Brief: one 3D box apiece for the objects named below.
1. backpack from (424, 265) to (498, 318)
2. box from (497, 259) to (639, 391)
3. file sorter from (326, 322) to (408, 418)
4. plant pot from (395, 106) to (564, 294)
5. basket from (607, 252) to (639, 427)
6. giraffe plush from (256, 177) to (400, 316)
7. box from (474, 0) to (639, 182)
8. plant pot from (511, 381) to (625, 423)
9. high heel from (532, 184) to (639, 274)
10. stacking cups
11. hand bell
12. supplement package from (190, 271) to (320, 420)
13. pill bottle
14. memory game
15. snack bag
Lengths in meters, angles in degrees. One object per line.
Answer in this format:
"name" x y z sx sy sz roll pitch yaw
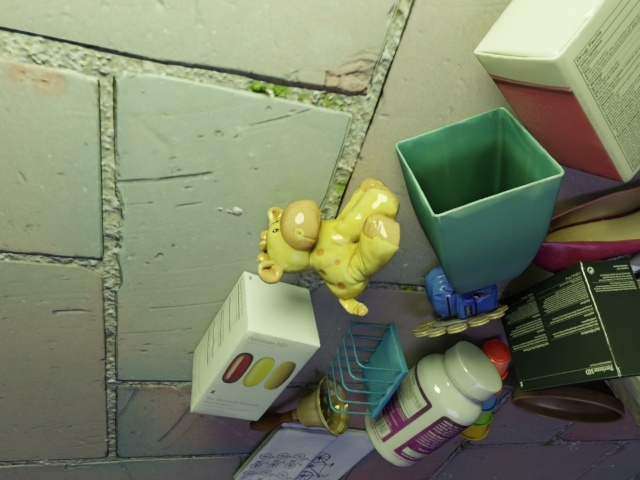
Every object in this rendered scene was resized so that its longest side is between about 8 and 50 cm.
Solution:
"backpack" 0.257 0.088 0.842 0.120 0.101 0.098 -15 125 6
"box" 0.450 0.165 0.829 0.103 0.184 0.261 0 158 -11
"file sorter" 0.088 0.267 0.950 0.104 0.118 0.170 10 128 -15
"plant pot" 0.232 -0.035 0.690 0.165 0.165 0.234 -19 135 4
"basket" 0.731 0.210 0.897 0.328 0.331 0.266 -30 132 14
"giraffe plush" 0.000 0.000 0.672 0.170 0.181 0.210 16 109 -10
"box" 0.326 -0.204 0.558 0.232 0.127 0.148 36 94 -34
"plant pot" 0.591 0.358 1.113 0.237 0.109 0.237 10 152 5
"high heel" 0.531 -0.051 0.752 0.377 0.127 0.181 -38 138 24
"stacking cups" 0.390 0.368 1.117 0.096 0.096 0.316 -8 131 -5
"hand bell" -0.069 0.405 1.063 0.242 0.126 0.126 -23 132 25
"supplement package" -0.125 0.197 0.828 0.139 0.134 0.244 18 124 -26
"pill bottle" 0.250 0.362 1.030 0.169 0.169 0.301 23 123 -28
"memory game" 0.263 0.152 0.874 0.186 0.012 0.186 -18 177 -1
"snack bag" -0.029 0.607 1.273 0.343 0.037 0.323 18 124 -26
